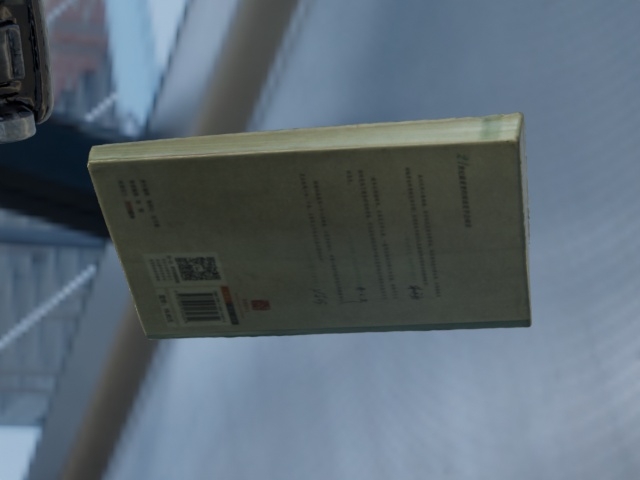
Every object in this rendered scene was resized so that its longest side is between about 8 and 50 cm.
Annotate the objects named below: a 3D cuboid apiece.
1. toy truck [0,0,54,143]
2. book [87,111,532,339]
[{"bbox_3d":[-0.382,-0.121,1.377,0.175,0.367,0.146,12,111,46],"label":"toy truck"},{"bbox_3d":[0.000,0.000,1.255,0.215,0.282,0.025,81,-171,-51],"label":"book"}]
